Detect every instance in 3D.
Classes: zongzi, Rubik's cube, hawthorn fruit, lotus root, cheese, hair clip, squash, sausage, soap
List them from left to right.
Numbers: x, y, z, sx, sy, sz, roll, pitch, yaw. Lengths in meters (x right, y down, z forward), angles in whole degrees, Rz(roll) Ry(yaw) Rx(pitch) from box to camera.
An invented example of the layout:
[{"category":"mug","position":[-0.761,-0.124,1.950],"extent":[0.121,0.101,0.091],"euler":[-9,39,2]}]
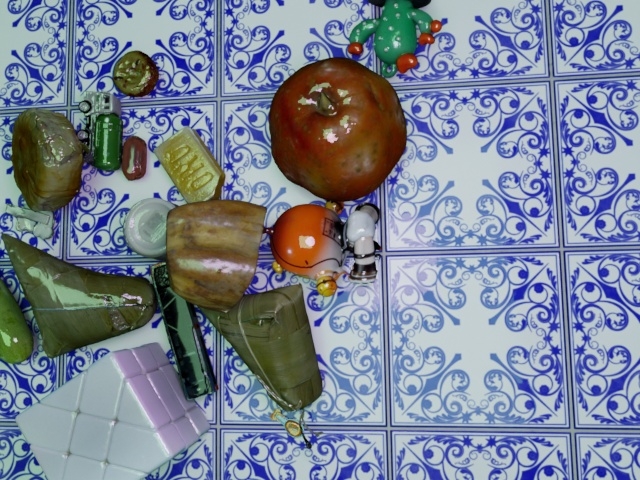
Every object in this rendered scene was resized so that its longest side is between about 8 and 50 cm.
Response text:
[{"category":"squash","position":[-0.988,0.207,1.725],"extent":[0.118,0.118,0.370],"euler":[-31,78,3]},{"category":"hair clip","position":[-0.906,-0.075,1.776],"extent":[0.172,0.049,0.116],"euler":[17,91,6]},{"category":"zongzi","position":[-0.683,0.113,1.625],"extent":[0.356,0.174,0.392],"euler":[-17,104,1]},{"category":"Rubik's cube","position":[-0.549,0.502,1.541],"extent":[0.322,0.316,0.318],"euler":[-35,82,4]},{"category":"sausage","position":[-0.574,-0.254,1.740],"extent":[0.076,0.076,0.141],"euler":[-2,86,7]},{"category":"soap","position":[-0.387,-0.215,1.711],"extent":[0.140,0.073,0.232],"euler":[-35,82,7]},{"category":"lotus root","position":[-0.303,0.046,1.501],"extent":[0.250,0.316,0.316],"euler":[11,85,-20]},{"category":"zongzi","position":[-0.164,0.347,1.611],"extent":[0.418,0.181,0.446],"euler":[-4,105,35]},{"category":"cheese","position":[-0.095,0.531,1.631],"extent":[0.111,0.017,0.047],"euler":[34,86,9]},{"category":"hawthorn fruit","position":[0.037,-0.315,1.514],"extent":[0.403,0.403,0.402],"euler":[-1,84,7]}]

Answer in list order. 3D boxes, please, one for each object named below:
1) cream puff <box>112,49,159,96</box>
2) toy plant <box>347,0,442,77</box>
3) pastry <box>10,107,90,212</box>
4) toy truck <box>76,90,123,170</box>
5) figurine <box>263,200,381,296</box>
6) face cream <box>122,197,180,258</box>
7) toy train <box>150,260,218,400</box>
[{"category":"cream puff","position":[-0.573,-0.515,1.759],"extent":[0.149,0.084,0.149],"euler":[-1,85,11]},{"category":"toy plant","position":[0.216,-0.678,1.634],"extent":[0.280,0.185,0.400],"euler":[2,99,14]},{"category":"pastry","position":[-0.825,-0.248,1.688],"extent":[0.330,0.136,0.329],"euler":[7,101,44]},{"category":"toy truck","position":[-0.677,-0.337,1.748],"extent":[0.125,0.101,0.242],"euler":[0,87,2]},{"category":"figurine","position":[0.000,-0.003,1.568],"extent":[0.323,0.196,0.320],"euler":[-6,56,16]},{"category":"face cream","position":[-0.472,-0.031,1.664],"extent":[0.177,0.153,0.177],"euler":[-1,84,6]},{"category":"toy train","position":[-0.403,0.260,1.660],"extent":[0.086,0.089,0.409],"euler":[-19,82,3]}]
